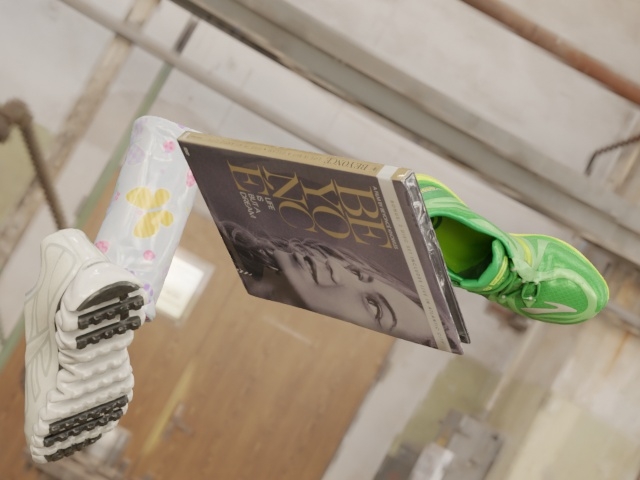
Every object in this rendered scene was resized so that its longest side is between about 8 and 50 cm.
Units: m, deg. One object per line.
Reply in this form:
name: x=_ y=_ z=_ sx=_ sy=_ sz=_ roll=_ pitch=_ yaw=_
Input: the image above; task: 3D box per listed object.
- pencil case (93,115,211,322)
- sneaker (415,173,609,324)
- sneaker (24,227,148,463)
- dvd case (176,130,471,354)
pencil case: x=-0.233 y=-0.029 z=1.677 sx=0.113 sy=0.273 sz=0.124 roll=20 pitch=-14 yaw=-11
sneaker: x=0.198 y=0.032 z=1.452 sx=0.296 sy=0.109 sz=0.123 roll=25 pitch=24 yaw=-14
sneaker: x=-0.256 y=0.112 z=1.297 sx=0.110 sy=0.292 sz=0.118 roll=-16 pitch=50 yaw=-39
dvd case: x=0.000 y=0.000 z=0.951 sx=0.221 sy=0.018 sz=0.164 roll=13 pitch=-42 yaw=39
